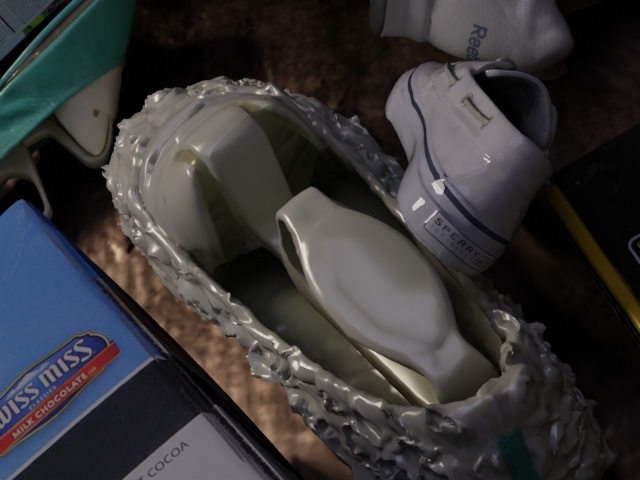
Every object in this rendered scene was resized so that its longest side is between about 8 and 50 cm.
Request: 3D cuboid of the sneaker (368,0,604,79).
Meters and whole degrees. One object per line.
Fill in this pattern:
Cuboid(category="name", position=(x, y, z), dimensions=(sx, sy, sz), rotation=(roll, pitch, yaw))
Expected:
Cuboid(category="sneaker", position=(0.147, -0.202, 1.047), dimensions=(0.129, 0.111, 0.297), rotation=(30, 67, 13))

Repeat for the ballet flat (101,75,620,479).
Cuboid(category="ballet flat", position=(0.000, 0.000, 0.934), dimensions=(0.147, 0.147, 0.409), rotation=(-42, 48, -7))

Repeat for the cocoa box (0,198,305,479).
Cuboid(category="cocoa box", position=(-0.148, 0.206, 0.779), dimensions=(0.347, 0.231, 0.228), rotation=(-43, 48, -4))

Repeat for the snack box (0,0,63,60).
Cuboid(category="snack box", position=(-0.223, -0.131, 1.158), dimensions=(0.100, 0.037, 0.141), rotation=(-45, 18, -12))

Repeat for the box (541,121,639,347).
Cuboid(category="box", position=(0.301, -0.009, 0.831), dimensions=(0.322, 0.079, 0.257), rotation=(-31, 47, 3))

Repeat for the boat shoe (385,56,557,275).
Cuboid(category="boat shoe", position=(0.087, -0.052, 0.915), dimensions=(0.076, 0.083, 0.226), rotation=(-44, 17, 17))

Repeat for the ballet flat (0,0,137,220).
Cuboid(category="ballet flat", position=(-0.179, -0.058, 1.105), dimensions=(0.247, 0.083, 0.087), rotation=(-45, 90, -5))
